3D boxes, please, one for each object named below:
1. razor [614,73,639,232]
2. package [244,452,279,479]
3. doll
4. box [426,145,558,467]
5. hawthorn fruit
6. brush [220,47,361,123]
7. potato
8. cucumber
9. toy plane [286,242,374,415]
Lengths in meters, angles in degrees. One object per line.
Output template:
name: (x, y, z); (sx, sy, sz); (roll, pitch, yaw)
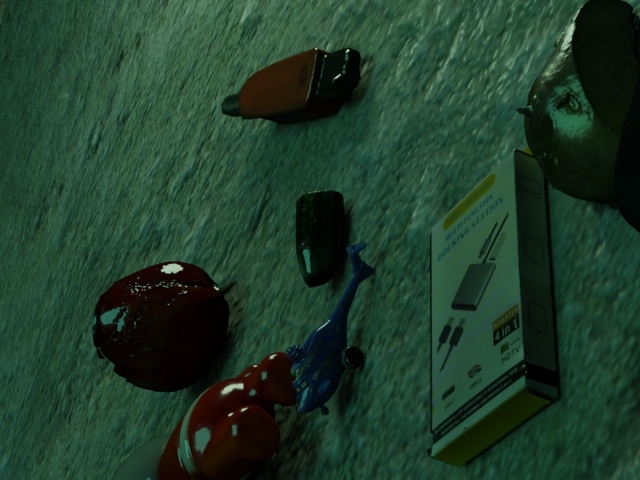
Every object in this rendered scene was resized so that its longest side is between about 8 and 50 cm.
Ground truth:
razor: (0.291, -0.058, 0.850); (0.204, 0.113, 0.349); (-68, 20, 2)
package: (-0.071, 0.246, 1.557); (0.110, 0.015, 0.037); (-57, 20, 24)
doll: (-0.130, 0.232, 1.576); (0.336, 0.105, 0.200); (-43, 13, 41)
box: (0.129, 0.041, 1.247); (0.129, 0.033, 0.247); (-47, 32, 45)
hawthorn fruit: (-0.164, 0.088, 1.775); (0.172, 0.148, 0.148); (-37, 29, 6)
brush: (-0.034, -0.165, 1.785); (0.323, 0.051, 0.070); (-1, 76, 63)
potato: (0.181, -0.104, 1.176); (0.100, 0.089, 0.172); (-50, 31, 45)
cucumber: (0.000, 0.000, 1.564); (0.048, 0.048, 0.105); (-44, 36, 47)
toy plane: (0.010, 0.081, 1.457); (0.054, 0.062, 0.167); (-17, 46, 63)
